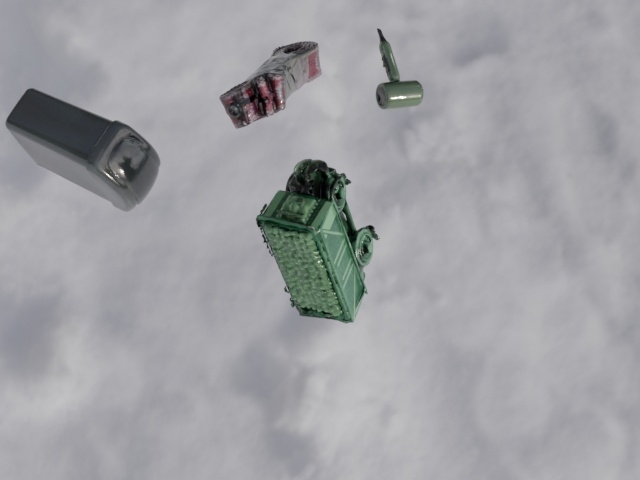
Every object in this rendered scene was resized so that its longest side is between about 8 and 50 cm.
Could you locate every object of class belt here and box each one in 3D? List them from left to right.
[{"bbox_3d":[-0.052,-0.201,1.412,0.071,0.053,0.232,-3,23,21],"label":"belt"}]

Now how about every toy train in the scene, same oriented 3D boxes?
[{"bbox_3d":[0.000,0.000,1.690,0.115,0.269,0.154,13,55,27],"label":"toy train"}]

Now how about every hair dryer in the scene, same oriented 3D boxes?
[{"bbox_3d":[0.119,-0.294,1.922,0.071,0.047,0.150,-9,72,-25],"label":"hair dryer"}]

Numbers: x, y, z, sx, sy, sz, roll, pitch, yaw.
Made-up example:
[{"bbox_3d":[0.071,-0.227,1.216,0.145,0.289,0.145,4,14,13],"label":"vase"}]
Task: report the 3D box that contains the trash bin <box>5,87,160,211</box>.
[{"bbox_3d":[-0.381,-0.145,1.861,0.236,0.177,0.101,24,75,18],"label":"trash bin"}]
